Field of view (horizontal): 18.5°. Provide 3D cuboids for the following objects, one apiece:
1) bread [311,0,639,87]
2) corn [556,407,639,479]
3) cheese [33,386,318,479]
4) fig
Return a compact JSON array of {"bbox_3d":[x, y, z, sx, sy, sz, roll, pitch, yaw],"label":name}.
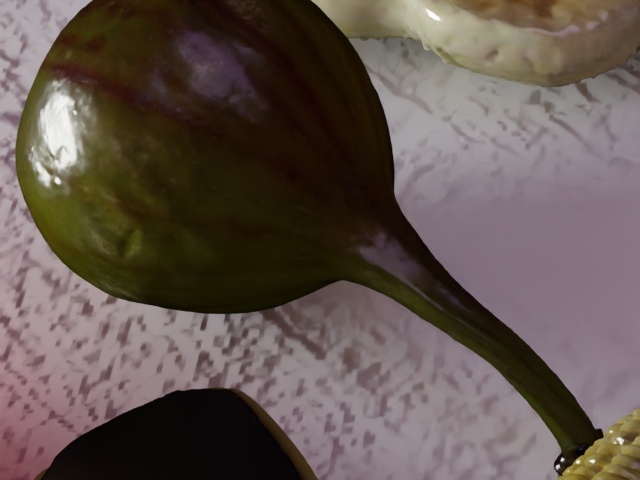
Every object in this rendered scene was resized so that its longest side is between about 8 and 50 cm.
[{"bbox_3d":[0.106,-0.165,0.835,0.316,0.054,0.316,-5,42,4],"label":"bread"},{"bbox_3d":[0.080,0.117,0.537,0.085,0.063,0.165,25,52,23],"label":"corn"},{"bbox_3d":[-0.017,0.114,0.576,0.086,0.036,0.162,-24,52,-23],"label":"cheese"},{"bbox_3d":[0.000,0.000,0.650,0.124,0.124,0.236,-37,63,-27],"label":"fig"}]
